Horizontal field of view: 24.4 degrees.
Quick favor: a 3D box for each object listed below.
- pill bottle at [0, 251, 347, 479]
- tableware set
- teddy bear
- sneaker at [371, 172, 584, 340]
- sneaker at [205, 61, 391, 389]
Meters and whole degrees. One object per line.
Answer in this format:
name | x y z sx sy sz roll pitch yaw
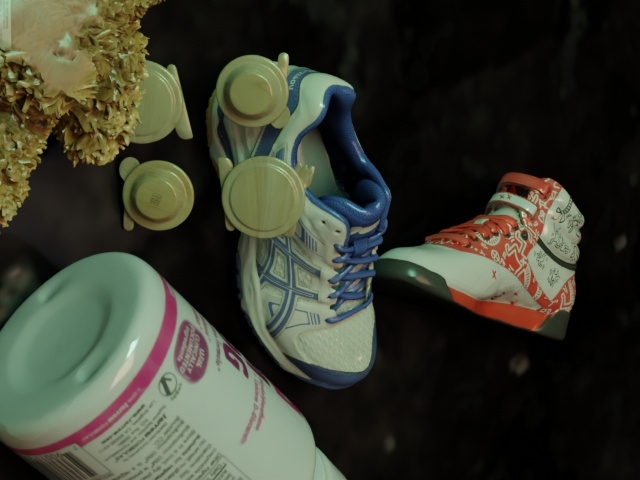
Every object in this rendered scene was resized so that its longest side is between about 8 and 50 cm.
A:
pill bottle | -0.104 0.152 1.105 0.283 0.160 0.160 48 64 -36
tableware set | -0.089 -0.071 1.124 0.168 0.020 0.141 -1 104 2
teddy bear | -0.211 -0.150 1.022 0.245 0.113 0.338 26 81 -27
sneaker | 0.149 0.000 1.367 0.270 0.090 0.145 18 82 -45
sneaker | 0.000 0.000 1.203 0.112 0.131 0.296 -36 119 -35
